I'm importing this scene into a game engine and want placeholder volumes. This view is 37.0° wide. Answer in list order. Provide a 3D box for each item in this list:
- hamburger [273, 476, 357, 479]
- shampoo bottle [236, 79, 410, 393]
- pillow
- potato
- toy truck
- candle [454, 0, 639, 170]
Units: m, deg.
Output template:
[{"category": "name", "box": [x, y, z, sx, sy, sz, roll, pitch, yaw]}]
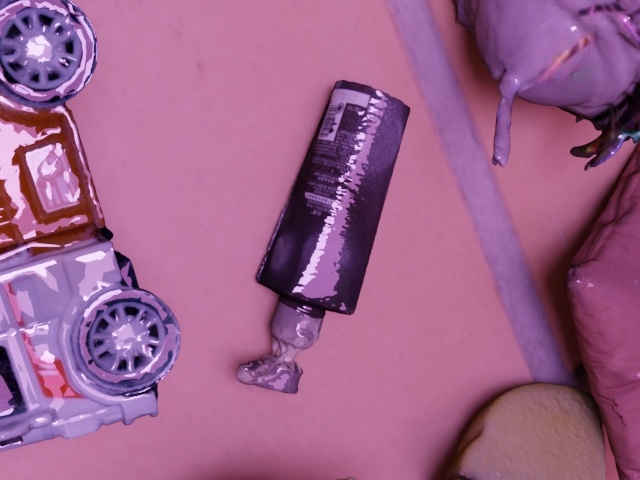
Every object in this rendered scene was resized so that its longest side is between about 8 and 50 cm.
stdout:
[{"category": "hamburger", "box": [-0.029, 0.260, 0.532, 0.274, 0.274, 0.212, -45, 117, -16]}, {"category": "shampoo bottle", "box": [0.000, 0.000, 0.631, 0.063, 0.057, 0.207, 20, 87, -30]}, {"category": "pillow", "box": [0.265, 0.063, 0.758, 0.223, 0.084, 0.236, -42, 115, -42]}, {"category": "potato", "box": [0.146, 0.166, 0.743, 0.149, 0.081, 0.120, 26, 48, -20]}, {"category": "toy truck", "box": [-0.188, -0.040, 0.480, 0.162, 0.136, 0.305, -18, 103, -19]}, {"category": "candle", "box": [0.185, -0.171, 0.636, 0.330, 0.187, 0.187, -47, 116, -14]}]
